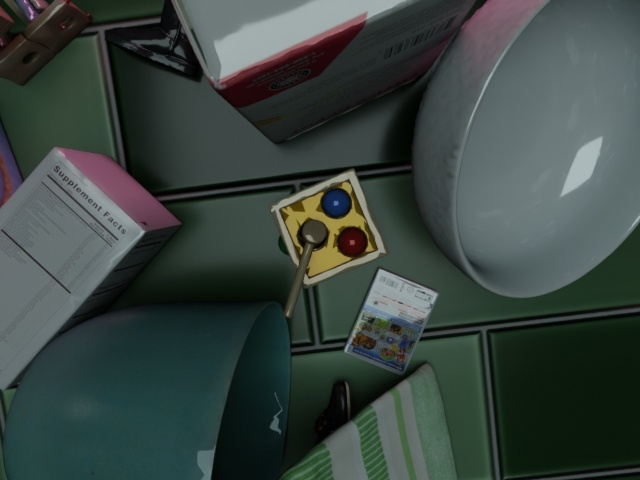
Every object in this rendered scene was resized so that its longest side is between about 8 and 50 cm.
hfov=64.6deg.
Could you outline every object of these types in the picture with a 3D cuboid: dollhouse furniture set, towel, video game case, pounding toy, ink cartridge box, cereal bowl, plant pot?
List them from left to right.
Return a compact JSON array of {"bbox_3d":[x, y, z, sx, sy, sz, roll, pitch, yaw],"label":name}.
[{"bbox_3d":[-0.375,-0.277,0.550,0.129,0.184,0.129,-40,94,4],"label":"dollhouse furniture set"},{"bbox_3d":[-0.178,0.201,0.555,0.235,0.293,0.293,4,96,10],"label":"plant pot"},{"bbox_3d":[0.000,0.000,0.614,0.141,0.100,0.130,-23,95,3],"label":"pounding toy"},{"bbox_3d":[0.008,-0.211,0.490,0.226,0.306,0.131,-24,94,3],"label":"ink cartridge box"},{"bbox_3d":[0.060,0.321,0.570,0.324,0.038,0.248,-19,99,-42],"label":"towel"},{"bbox_3d":[0.093,0.108,0.668,0.087,0.011,0.122,22,95,-2],"label":"video game case"},{"bbox_3d":[0.230,-0.116,0.545,0.339,0.141,0.339,-14,121,-24],"label":"cereal bowl"}]

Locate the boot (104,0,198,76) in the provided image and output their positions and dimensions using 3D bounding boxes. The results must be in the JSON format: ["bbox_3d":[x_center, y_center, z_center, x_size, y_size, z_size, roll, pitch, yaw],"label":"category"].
[{"bbox_3d":[-0.190,-0.266,0.618,0.121,0.045,0.099,18,98,-8],"label":"boot"}]

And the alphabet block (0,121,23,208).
[{"bbox_3d":[-0.488,-0.066,0.569,0.197,0.193,0.192,-17,94,2],"label":"alphabet block"}]

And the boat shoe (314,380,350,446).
[{"bbox_3d":[0.013,0.248,0.664,0.042,0.049,0.133,8,100,-8],"label":"boat shoe"}]

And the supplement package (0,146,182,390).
[{"bbox_3d":[-0.309,0.027,0.604,0.139,0.134,0.244,44,95,-2],"label":"supplement package"}]
